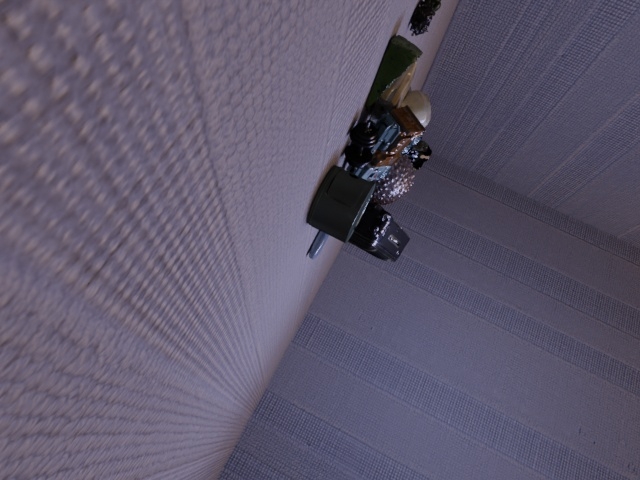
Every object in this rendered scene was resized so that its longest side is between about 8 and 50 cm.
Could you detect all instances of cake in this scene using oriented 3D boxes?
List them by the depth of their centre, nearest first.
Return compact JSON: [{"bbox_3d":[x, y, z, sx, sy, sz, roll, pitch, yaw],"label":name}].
[{"bbox_3d":[0.205,-0.541,1.307,0.235,0.099,0.100,-41,-170,39],"label":"cake"}]

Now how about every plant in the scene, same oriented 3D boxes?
[{"bbox_3d":[0.367,-0.794,1.408,0.174,0.087,0.085,-58,-157,-6],"label":"plant"}]

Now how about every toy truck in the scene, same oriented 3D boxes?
[{"bbox_3d":[0.207,-0.331,1.495,0.185,0.132,0.338,-18,161,-39],"label":"toy truck"}]

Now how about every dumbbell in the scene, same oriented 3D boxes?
[{"bbox_3d":[0.136,-0.315,1.351,0.099,0.099,0.208,-59,171,-34],"label":"dumbbell"}]

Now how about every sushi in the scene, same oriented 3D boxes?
[{"bbox_3d":[0.526,-0.532,2.639,0.327,0.329,0.285,-62,170,-58],"label":"sushi"}]

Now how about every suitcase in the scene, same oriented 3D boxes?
[{"bbox_3d":[0.223,-0.049,1.787,0.194,0.283,0.434,-58,151,2],"label":"suitcase"}]

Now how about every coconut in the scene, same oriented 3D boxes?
[{"bbox_3d":[0.359,-0.519,1.647,0.161,0.163,0.160,-10,90,-82],"label":"coconut"}]

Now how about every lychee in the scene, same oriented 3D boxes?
[{"bbox_3d":[0.279,-0.304,1.838,0.299,0.300,0.300,-62,173,-12],"label":"lychee"}]

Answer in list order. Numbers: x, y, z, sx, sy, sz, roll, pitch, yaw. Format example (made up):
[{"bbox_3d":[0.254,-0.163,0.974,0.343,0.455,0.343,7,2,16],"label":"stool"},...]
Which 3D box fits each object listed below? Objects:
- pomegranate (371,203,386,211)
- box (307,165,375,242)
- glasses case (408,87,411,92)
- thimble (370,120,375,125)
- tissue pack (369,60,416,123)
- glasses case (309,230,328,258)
[{"bbox_3d":[0.226,-0.064,2.189,0.290,0.291,0.323,107,0,-56],"label":"pomegranate"},{"bbox_3d":[0.070,-0.122,1.366,0.226,0.150,0.226,-62,174,-12],"label":"box"},{"bbox_3d":[0.430,-0.622,2.078,0.137,0.085,0.353,2,90,-77],"label":"glasses case"},{"bbox_3d":[0.248,-0.439,1.648,0.090,0.119,0.135,-65,178,23],"label":"thimble"},{"bbox_3d":[0.271,-0.556,1.500,0.222,0.091,0.186,-63,175,-11],"label":"tissue pack"},{"bbox_3d":[0.000,0.000,1.766,0.178,0.045,0.067,-63,174,-11],"label":"glasses case"}]
